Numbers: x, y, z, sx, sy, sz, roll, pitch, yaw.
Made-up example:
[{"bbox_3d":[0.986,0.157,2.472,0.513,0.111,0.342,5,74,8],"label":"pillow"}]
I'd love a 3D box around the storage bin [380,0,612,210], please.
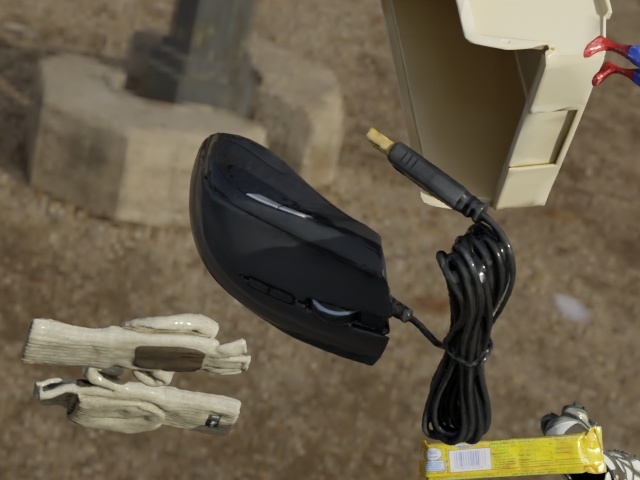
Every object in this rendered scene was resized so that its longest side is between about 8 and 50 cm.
[{"bbox_3d":[0.140,-0.194,1.404,0.123,0.262,0.260,-6,63,-8],"label":"storage bin"}]

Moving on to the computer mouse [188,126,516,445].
[{"bbox_3d":[0.000,0.000,0.954,0.060,0.184,0.262,-30,56,-33],"label":"computer mouse"}]

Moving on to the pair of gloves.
[{"bbox_3d":[-0.170,0.121,1.522,0.204,0.240,0.042,3,63,-5],"label":"pair of gloves"}]

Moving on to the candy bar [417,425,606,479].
[{"bbox_3d":[0.163,0.184,1.407,0.161,0.040,0.018,-4,3,2],"label":"candy bar"}]

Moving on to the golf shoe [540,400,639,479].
[{"bbox_3d":[0.323,0.276,1.879,0.198,0.077,0.094,39,29,-21],"label":"golf shoe"}]

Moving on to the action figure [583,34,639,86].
[{"bbox_3d":[0.204,-0.088,0.943,0.115,0.038,0.030,21,55,39],"label":"action figure"}]
